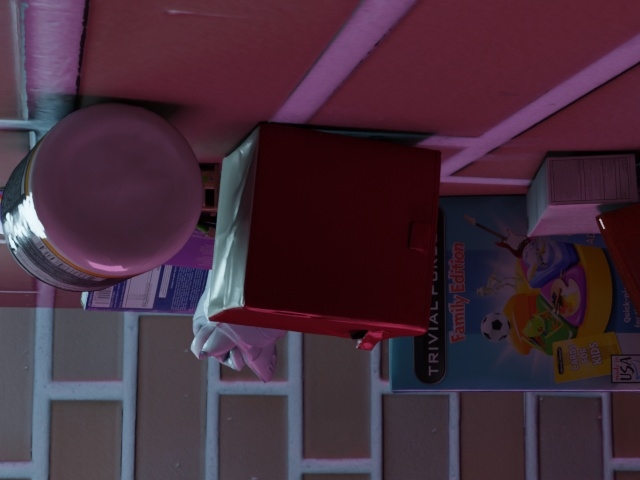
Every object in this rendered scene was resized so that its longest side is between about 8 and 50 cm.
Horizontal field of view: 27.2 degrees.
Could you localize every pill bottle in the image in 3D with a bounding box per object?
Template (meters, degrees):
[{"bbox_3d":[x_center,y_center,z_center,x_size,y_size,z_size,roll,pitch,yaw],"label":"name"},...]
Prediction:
[{"bbox_3d":[-0.227,-0.032,1.303,0.162,0.162,0.278,3,173,-21],"label":"pill bottle"}]

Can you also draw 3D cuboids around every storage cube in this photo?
[{"bbox_3d":[0.000,0.000,1.372,0.193,0.215,0.183,8,171,-15],"label":"storage cube"}]

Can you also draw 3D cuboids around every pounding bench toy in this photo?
[{"bbox_3d":[-0.150,-0.043,1.506,0.065,0.083,0.052,1,173,-10],"label":"pounding bench toy"}]

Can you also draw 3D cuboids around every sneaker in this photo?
[{"bbox_3d":[-0.071,0.095,1.971,0.137,0.210,0.366,21,-179,29],"label":"sneaker"}]

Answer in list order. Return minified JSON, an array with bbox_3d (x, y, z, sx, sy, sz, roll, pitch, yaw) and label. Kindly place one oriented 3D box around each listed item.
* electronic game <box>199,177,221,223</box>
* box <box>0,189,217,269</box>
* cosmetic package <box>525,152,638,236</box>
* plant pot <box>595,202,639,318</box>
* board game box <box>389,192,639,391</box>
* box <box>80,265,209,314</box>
[{"bbox_3d":[-0.069,-0.042,1.645,0.229,0.048,0.229,0,172,0],"label":"electronic game"},{"bbox_3d":[-0.247,-0.010,1.696,0.201,0.057,0.293,13,-177,43],"label":"box"},{"bbox_3d":[0.298,-0.050,1.532,0.098,0.060,0.239,0,172,3],"label":"cosmetic package"},{"bbox_3d":[0.481,0.061,1.478,0.267,0.236,0.267,-15,170,17],"label":"plant pot"},{"bbox_3d":[0.258,0.071,1.714,0.336,0.254,0.079,-1,171,7],"label":"board game box"},{"bbox_3d":[-0.234,0.043,1.965,0.225,0.136,0.036,5,-157,-25],"label":"box"}]
